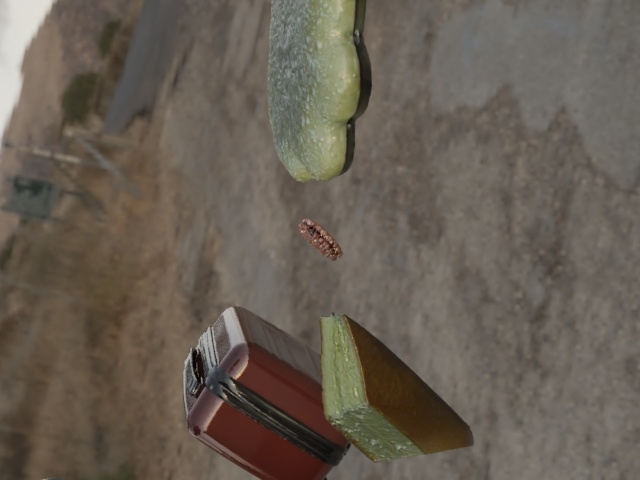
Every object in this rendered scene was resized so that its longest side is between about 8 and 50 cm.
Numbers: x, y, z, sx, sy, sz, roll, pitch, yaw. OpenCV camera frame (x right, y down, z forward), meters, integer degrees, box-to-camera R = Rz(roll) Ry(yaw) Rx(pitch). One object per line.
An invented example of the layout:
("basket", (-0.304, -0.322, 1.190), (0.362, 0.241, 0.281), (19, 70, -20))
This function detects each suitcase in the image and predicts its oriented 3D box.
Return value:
("suitcase", (-0.078, 0.225, 1.912), (0.161, 0.236, 0.297), (-55, 11, 5))

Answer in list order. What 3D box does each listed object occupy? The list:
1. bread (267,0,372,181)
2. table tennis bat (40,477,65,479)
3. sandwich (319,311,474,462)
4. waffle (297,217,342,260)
("bread", (-0.006, -0.187, 1.377), (0.207, 0.056, 0.287), (-137, 45, -63))
("table tennis bat", (-0.318, 0.407, 1.718), (0.329, 0.044, 0.215), (-2, -104, -78))
("sandwich", (0.080, 0.199, 1.599), (0.094, 0.258, 0.096), (-19, 34, 50))
("waffle", (0.000, 0.000, 2.056), (0.029, 0.075, 0.083), (-47, -38, -9))
